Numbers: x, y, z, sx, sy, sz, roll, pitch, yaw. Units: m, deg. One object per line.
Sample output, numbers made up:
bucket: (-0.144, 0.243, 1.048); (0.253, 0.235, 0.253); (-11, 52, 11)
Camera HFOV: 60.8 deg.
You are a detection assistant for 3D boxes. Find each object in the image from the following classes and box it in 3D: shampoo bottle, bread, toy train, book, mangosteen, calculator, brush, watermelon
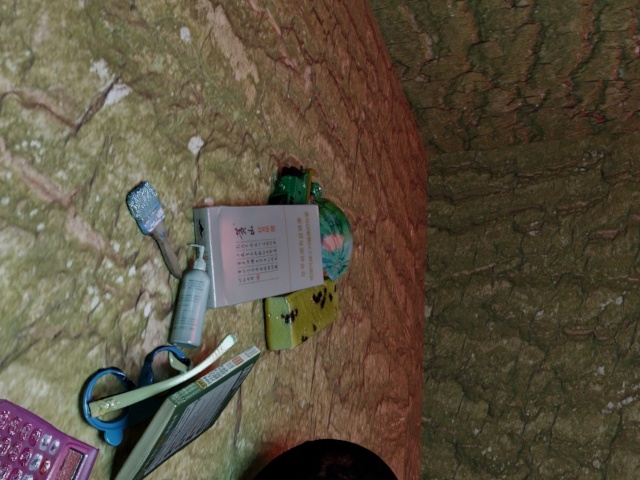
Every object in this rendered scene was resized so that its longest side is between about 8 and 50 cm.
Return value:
shampoo bottle: (-0.236, 0.100, 1.020); (0.056, 0.056, 0.195); (46, 45, -58)
bread: (-0.037, 0.184, 1.466); (0.361, 0.077, 0.138); (-14, 100, -68)
toy train: (-0.072, -0.106, 1.419); (0.136, 0.091, 0.228); (34, 55, -50)
book: (-0.215, 0.293, 0.921); (0.202, 0.027, 0.264); (-56, 166, 18)
mangosteen: (0.022, 0.624, 1.089); (0.435, 0.382, 0.382); (57, 1, 39)
calculator: (-0.371, 0.294, 0.692); (0.190, 0.034, 0.127); (57, 37, -41)
brush: (-0.286, -0.008, 0.970); (0.070, 0.021, 0.196); (-64, 146, -52)
watermelon: (0.006, -0.009, 1.517); (0.146, 0.128, 0.231); (2, 59, -61)

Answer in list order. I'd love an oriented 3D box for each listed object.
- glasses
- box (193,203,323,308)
glasses: (-0.247, 0.199, 0.871); (0.102, 0.207, 0.239); (47, 16, 13)
box: (-0.122, 0.023, 1.213); (0.365, 0.051, 0.205); (-6, 93, -54)
